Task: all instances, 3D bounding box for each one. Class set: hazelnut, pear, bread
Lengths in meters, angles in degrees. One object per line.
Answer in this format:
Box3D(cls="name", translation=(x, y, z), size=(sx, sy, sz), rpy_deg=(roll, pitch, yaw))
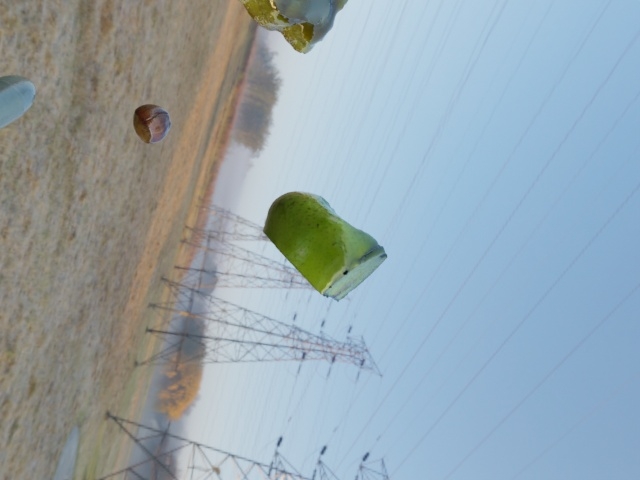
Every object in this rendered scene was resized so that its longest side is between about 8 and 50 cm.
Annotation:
Box3D(cls="hazelnut", translation=(-0.363, -0.251, 1.033), size=(0.086, 0.085, 0.086), rpy_deg=(-167, -90, -75))
Box3D(cls="pear", translation=(0.000, 0.000, 1.044), size=(0.159, 0.292, 0.292), rpy_deg=(-48, -163, -1))
Box3D(cls="bread", translation=(-0.046, -0.444, 0.845), size=(0.088, 0.232, 0.161), rpy_deg=(36, -78, 45))

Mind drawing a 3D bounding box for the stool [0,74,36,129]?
Box3D(cls="stool", translation=(-0.446, -0.150, 0.495), size=(0.199, 0.195, 0.195), rpy_deg=(-98, 161, -50))
